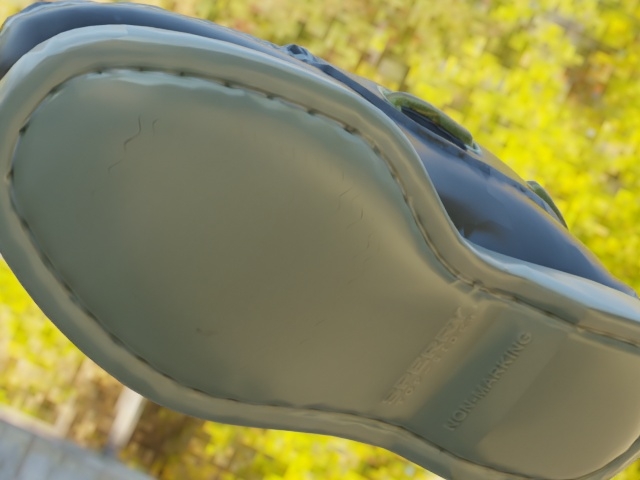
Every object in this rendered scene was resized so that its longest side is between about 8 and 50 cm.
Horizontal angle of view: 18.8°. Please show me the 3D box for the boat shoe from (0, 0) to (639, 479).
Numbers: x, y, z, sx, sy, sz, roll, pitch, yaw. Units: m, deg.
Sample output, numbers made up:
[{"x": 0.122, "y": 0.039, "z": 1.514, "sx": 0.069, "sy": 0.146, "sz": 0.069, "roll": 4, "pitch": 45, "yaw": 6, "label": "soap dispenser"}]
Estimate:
[{"x": 0.000, "y": 0.000, "z": 0.458, "sx": 0.227, "sy": 0.081, "sz": 0.069, "roll": 29, "pitch": 18, "yaw": -44, "label": "boat shoe"}]
